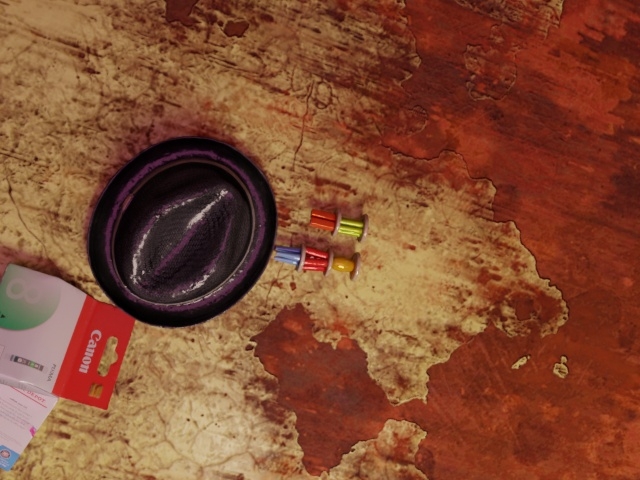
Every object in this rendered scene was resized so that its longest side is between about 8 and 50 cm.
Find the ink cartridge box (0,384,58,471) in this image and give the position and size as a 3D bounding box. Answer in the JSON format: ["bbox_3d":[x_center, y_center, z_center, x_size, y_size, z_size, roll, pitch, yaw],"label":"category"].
[{"bbox_3d":[-0.503,0.271,1.328,0.104,0.061,0.181,35,90,-12],"label":"ink cartridge box"}]

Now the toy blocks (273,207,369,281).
[{"bbox_3d":[0.000,0.000,1.397,0.148,0.054,0.123,10,96,-12],"label":"toy blocks"}]

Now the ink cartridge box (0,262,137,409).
[{"bbox_3d":[-0.424,0.156,1.293,0.224,0.056,0.181,18,61,-10],"label":"ink cartridge box"}]

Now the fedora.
[{"bbox_3d":[-0.218,-0.006,1.304,0.333,0.152,0.334,-1,98,-11],"label":"fedora"}]
